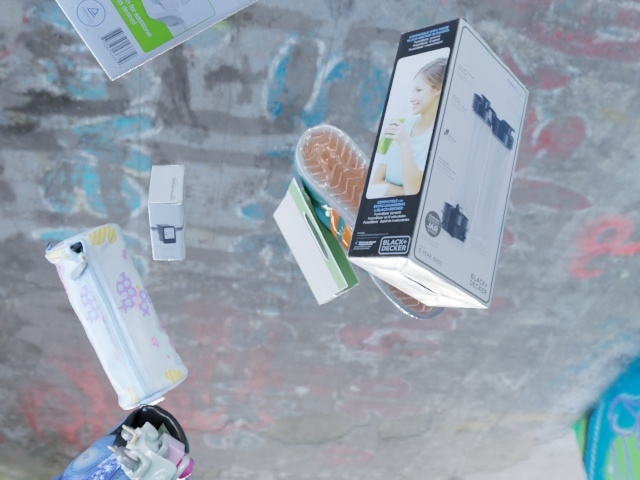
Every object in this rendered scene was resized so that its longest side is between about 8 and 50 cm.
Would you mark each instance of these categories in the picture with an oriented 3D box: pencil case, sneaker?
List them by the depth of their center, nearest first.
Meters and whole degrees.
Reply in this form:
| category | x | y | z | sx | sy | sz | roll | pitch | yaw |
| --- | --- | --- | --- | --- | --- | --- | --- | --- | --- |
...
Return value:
| category | x | y | z | sx | sy | sz | roll | pitch | yaw |
| --- | --- | --- | --- | --- | --- | --- | --- | --- | --- |
| sneaker | -0.203 | 0.280 | 0.890 | 0.147 | 0.130 | 0.330 | -46 | 169 | -7 |
| sneaker | 0.071 | -0.025 | 1.038 | 0.108 | 0.302 | 0.121 | -35 | 180 | -6 |
| pencil case | -0.296 | 0.109 | 1.100 | 0.113 | 0.273 | 0.124 | -26 | -172 | -21 |

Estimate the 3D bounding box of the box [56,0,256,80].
| category | x | y | z | sx | sy | sz | roll | pitch | yaw |
| --- | --- | --- | --- | --- | --- | --- | --- | --- | --- |
| box | -0.149 | -0.311 | 0.620 | 0.231 | 0.127 | 0.262 | -29 | 126 | 3 |

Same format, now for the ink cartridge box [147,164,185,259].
| category | x | y | z | sx | sy | sz | roll | pitch | yaw |
| --- | --- | --- | --- | --- | --- | --- | --- | --- | --- |
| ink cartridge box | -0.286 | -0.053 | 1.405 | 0.063 | 0.109 | 0.150 | 0 | 135 | -7 |

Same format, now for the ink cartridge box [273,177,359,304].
| category | x | y | z | sx | sy | sz | roll | pitch | yaw |
| --- | --- | --- | --- | --- | --- | --- | --- | --- | --- |
| ink cartridge box | 0.000 | 0.000 | 1.117 | 0.056 | 0.171 | 0.235 | -26 | 175 | -16 |

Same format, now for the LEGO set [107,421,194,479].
| category | x | y | z | sx | sy | sz | roll | pitch | yaw |
| --- | --- | --- | --- | --- | --- | --- | --- | --- | --- |
| LEGO set | -0.173 | 0.271 | 0.509 | 0.107 | 0.132 | 0.287 | 35 | 94 | 0 |

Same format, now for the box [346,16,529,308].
| category | x | y | z | sx | sy | sz | roll | pitch | yaw |
| --- | --- | --- | --- | --- | --- | --- | --- | --- | --- |
| box | 0.144 | -0.084 | 0.863 | 0.087 | 0.290 | 0.169 | -2 | 158 | 44 |
